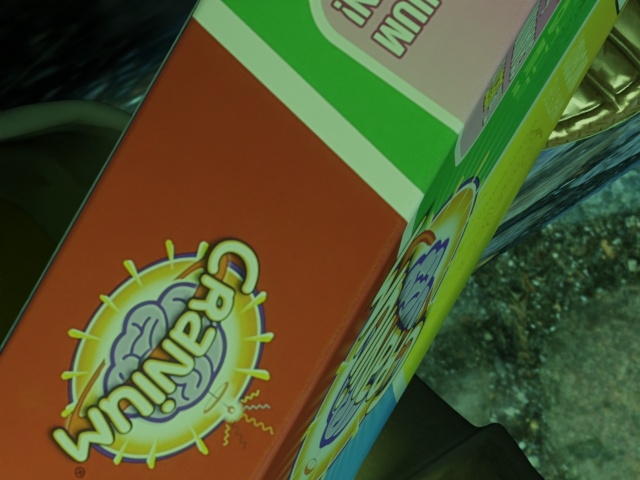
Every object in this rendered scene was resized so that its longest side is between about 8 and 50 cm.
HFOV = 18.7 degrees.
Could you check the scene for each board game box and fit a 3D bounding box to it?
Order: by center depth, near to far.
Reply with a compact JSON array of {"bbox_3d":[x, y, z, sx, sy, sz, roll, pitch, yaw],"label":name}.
[{"bbox_3d":[0.000,0.000,0.521,0.316,0.064,0.242,-60,172,3],"label":"board game box"}]

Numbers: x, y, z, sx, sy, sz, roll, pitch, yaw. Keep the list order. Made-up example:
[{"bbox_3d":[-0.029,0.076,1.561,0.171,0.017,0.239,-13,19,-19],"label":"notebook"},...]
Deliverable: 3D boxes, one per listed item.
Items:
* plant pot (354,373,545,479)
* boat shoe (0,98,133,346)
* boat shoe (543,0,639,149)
[{"bbox_3d":[-0.027,0.135,1.211,0.263,0.229,0.263,-33,174,-4],"label":"plant pot"},{"bbox_3d":[-0.156,0.057,0.451,0.367,0.136,0.156,-31,174,-44],"label":"boat shoe"},{"bbox_3d":[0.067,-0.077,0.804,0.257,0.095,0.095,-29,-172,29],"label":"boat shoe"}]
